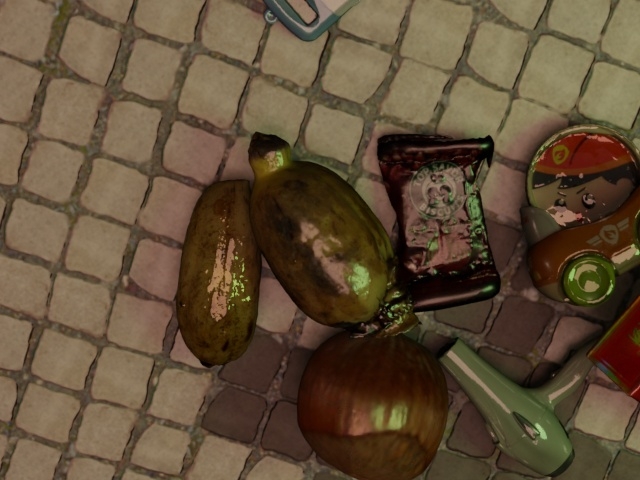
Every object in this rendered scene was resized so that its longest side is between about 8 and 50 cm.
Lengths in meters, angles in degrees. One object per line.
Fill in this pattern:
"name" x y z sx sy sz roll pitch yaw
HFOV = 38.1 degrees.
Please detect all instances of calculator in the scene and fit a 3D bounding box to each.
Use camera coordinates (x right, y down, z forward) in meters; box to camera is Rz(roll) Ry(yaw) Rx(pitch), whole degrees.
"calculator" 0.010 -0.344 1.154 0.210 0.039 0.121 -40 99 8

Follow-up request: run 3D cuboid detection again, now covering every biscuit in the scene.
"biscuit" 0.159 -0.027 1.218 0.151 0.063 0.236 -6 100 -1

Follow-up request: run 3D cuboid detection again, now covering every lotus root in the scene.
"lotus root" -0.133 0.046 1.213 0.110 0.097 0.259 4 99 0
"lotus root" 0.000 0.000 1.168 0.141 0.169 0.314 -34 94 20

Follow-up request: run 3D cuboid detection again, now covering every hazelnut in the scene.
"hazelnut" 0.069 0.213 1.222 0.214 0.176 0.215 5 82 -35

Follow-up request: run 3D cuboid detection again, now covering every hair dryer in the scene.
"hair dryer" 0.287 0.163 1.275 0.229 0.092 0.267 28 87 -2

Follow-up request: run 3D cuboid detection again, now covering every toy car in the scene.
"toy car" 0.349 -0.039 1.200 0.235 0.145 0.235 -1 86 10

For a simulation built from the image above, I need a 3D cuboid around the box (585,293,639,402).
"box" 0.493 0.144 1.177 0.197 0.089 0.313 -51 134 8
